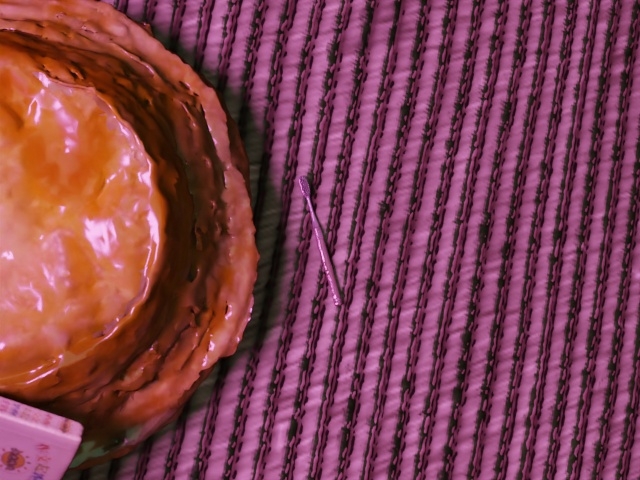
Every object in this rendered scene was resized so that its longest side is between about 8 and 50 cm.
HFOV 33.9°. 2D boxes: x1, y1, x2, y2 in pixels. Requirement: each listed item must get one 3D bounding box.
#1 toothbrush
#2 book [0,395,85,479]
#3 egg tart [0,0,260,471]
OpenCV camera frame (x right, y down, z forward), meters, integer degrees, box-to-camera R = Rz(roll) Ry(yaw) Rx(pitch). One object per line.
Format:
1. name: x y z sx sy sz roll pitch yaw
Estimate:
1. toothbrush: 0.000 0.000 0.749 0.006 0.008 0.097 -16 90 -3
2. book: -0.268 0.121 0.598 0.231 0.162 0.022 22 37 -13
3. egg tart: -0.190 -0.008 0.636 0.341 0.129 0.341 1 86 -17
